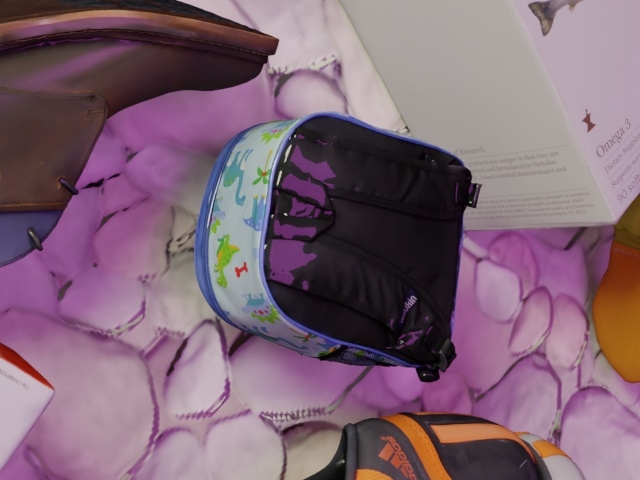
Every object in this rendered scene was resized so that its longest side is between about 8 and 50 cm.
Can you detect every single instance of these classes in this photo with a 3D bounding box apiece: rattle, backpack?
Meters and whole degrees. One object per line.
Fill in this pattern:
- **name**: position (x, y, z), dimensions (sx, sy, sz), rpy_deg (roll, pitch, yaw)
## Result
- **rattle**: position (0.224, -0.035, 0.711), dimensions (0.199, 0.130, 0.142), rpy_deg (-67, 140, -51)
- **backpack**: position (0.000, 0.000, 0.521), dimensions (0.114, 0.084, 0.105), rpy_deg (19, 77, -41)

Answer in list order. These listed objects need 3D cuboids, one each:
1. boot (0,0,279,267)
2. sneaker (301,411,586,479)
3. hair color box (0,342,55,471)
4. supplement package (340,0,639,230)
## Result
- **boot**: position (-0.113, -0.045, 0.456), dimensions (0.219, 0.082, 0.106), rpy_deg (-5, 112, -41)
- **sneaker**: position (0.022, 0.233, 0.525), dimensions (0.180, 0.125, 0.321), rpy_deg (15, 69, -33)
- **hair color box**: position (-0.174, 0.088, 0.377), dimensions (0.093, 0.053, 0.167), rpy_deg (39, 80, -31)
- **supplement package**: position (0.096, -0.107, 0.586), dimensions (0.105, 0.105, 0.179), rpy_deg (-43, 114, -30)
